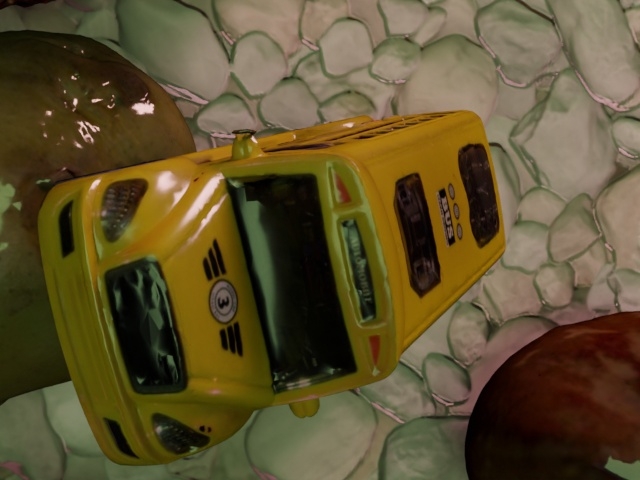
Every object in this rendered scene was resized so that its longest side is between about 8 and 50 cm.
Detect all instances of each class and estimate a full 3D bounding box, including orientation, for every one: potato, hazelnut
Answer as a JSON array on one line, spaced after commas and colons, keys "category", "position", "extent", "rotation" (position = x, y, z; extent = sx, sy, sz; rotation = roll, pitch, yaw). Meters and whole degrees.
[{"category": "potato", "position": [-0.238, 0.009, 0.523], "extent": [0.350, 0.202, 0.218], "rotation": [-28, 96, -2]}, {"category": "hazelnut", "position": [0.226, 0.160, 0.599], "extent": [0.233, 0.218, 0.218], "rotation": [-13, 98, -8]}]

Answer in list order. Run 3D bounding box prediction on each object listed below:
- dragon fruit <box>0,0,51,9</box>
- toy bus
[{"category": "dragon fruit", "position": [-0.133, -0.220, 0.507], "extent": [0.330, 0.302, 0.240], "rotation": [-38, 132, -7]}, {"category": "toy bus", "position": [0.000, 0.000, 0.489], "extent": [0.151, 0.331, 0.145], "rotation": [-7, 100, 27]}]
